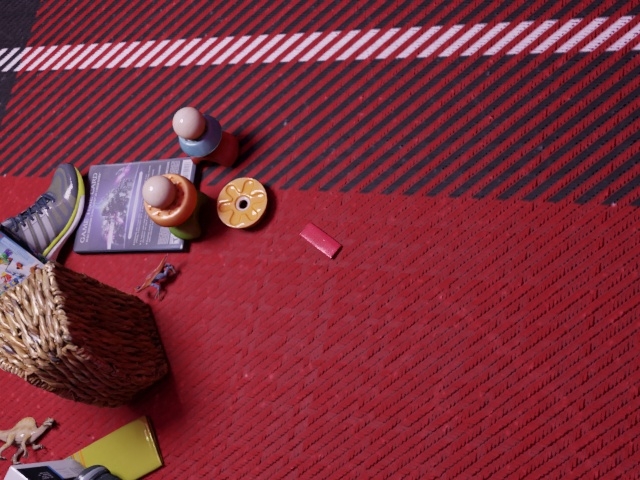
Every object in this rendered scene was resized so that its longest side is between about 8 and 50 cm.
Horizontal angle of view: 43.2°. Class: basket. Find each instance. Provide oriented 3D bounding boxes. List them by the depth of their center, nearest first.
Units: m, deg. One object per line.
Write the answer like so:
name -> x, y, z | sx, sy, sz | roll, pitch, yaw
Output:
basket -> -0.444, 0.206, 1.423 | 0.223, 0.299, 0.214 | -31, 63, 10

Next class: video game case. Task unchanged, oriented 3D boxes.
video game case -> -0.375, -0.069, 1.647 | 0.274, 0.026, 0.196 | -2, 71, 26

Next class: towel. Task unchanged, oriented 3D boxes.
towel -> -0.398, 0.419, 1.488 | 0.237, 0.021, 0.102 | -31, 67, 12

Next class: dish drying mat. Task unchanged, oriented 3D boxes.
dish drying mat -> 0.000, 0.000, 1.452 | 0.083, 0.008, 0.032 | 37, 89, 32

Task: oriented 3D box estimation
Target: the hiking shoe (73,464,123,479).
hiking shoe -> -0.410, 0.550, 1.392 | 0.132, 0.113, 0.304 | 20, 87, 20

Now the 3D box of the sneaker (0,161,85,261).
sneaker -> -0.588, -0.029, 1.666 | 0.111, 0.121, 0.300 | 13, 77, 45

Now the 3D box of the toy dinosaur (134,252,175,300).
toy dinosaur -> -0.324, 0.069, 1.551 | 0.082, 0.090, 0.047 | -27, 40, -21

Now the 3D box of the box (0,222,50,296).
box -> -0.618, 0.083, 1.602 | 0.159, 0.233, 0.044 | -47, 21, 4

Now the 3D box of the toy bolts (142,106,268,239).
toy bolts -> -0.214, -0.133, 1.498 | 0.218, 0.158, 0.229 | 0, 72, 17

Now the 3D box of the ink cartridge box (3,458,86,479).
ink cartridge box -> -0.538, 0.547, 1.411 | 0.065, 0.165, 0.333 | 28, 92, 24

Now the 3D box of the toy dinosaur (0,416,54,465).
toy dinosaur -> -0.596, 0.391, 1.583 | 0.183, 0.053, 0.093 | -9, 53, 15
